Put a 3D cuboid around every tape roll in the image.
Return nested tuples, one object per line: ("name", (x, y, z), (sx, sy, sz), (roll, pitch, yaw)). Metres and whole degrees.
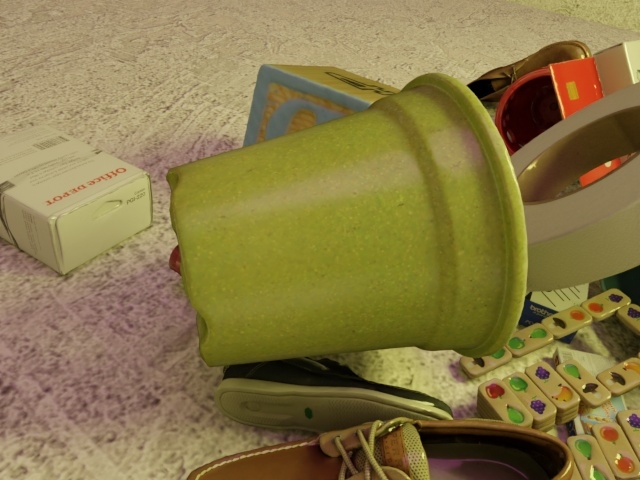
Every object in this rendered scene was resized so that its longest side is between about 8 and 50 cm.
("tape roll", (0.360, -0.085, 0.720), (0.072, 0.392, 0.392), (52, 38, -12))

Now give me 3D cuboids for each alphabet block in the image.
("alphabet block", (0.020, -0.146, 0.825), (0.193, 0.192, 0.197), (28, 26, 22))

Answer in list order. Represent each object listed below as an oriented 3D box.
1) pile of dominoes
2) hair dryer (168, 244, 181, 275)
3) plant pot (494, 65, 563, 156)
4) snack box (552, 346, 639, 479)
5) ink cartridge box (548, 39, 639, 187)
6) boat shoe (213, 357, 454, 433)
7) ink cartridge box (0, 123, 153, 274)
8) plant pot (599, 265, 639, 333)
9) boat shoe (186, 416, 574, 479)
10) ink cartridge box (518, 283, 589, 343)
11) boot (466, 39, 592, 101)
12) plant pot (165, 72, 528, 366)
("pile of dominoes", (0.292, 0.144, 0.583), (0.251, 0.040, 0.196), (-21, 41, -14))
("hair dryer", (-0.043, 0.041, 0.708), (0.294, 0.080, 0.223), (4, 24, -20))
("plant pot", (0.462, -0.254, 1.104), (0.191, 0.191, 0.174), (23, 29, 19))
("snack box", (0.299, 0.191, 0.596), (0.064, 0.022, 0.178), (11, 36, 5))
("ink cartridge box", (0.538, -0.192, 0.963), (0.261, 0.296, 0.066), (-19, 5, -32))
("boat shoe", (0.018, 0.148, 0.545), (0.233, 0.084, 0.079), (10, 36, 7))
("ink cartridge box", (-0.362, -0.065, 0.749), (0.218, 0.092, 0.158), (24, 39, 23))
("plant pot", (0.539, 0.030, 0.683), (0.196, 0.293, 0.293), (25, 29, -25))
("boat shoe", (0.054, 0.196, 0.455), (0.324, 0.119, 0.122), (0, 37, -11))
("ink cartridge box", (0.322, 0.048, 0.776), (0.097, 0.046, 0.207), (22, 38, 16))
("boot", (0.456, -0.361, 1.239), (0.115, 0.112, 0.305), (-22, 11, -27))
("plant pot", (0.000, 0.000, 0.514), (0.254, 0.276, 0.276), (-11, 40, -11))
